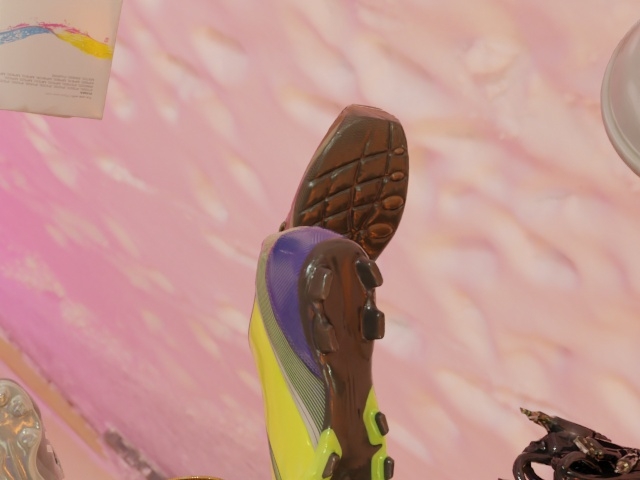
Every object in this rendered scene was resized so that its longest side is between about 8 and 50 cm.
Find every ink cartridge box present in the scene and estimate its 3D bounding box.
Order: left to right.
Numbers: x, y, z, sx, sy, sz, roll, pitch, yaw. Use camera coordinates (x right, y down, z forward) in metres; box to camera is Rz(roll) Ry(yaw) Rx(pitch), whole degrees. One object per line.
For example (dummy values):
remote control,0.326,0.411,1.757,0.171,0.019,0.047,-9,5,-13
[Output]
ink cartridge box,-0.261,-0.222,0.852,0.128,0.127,0.176,-117,38,-48

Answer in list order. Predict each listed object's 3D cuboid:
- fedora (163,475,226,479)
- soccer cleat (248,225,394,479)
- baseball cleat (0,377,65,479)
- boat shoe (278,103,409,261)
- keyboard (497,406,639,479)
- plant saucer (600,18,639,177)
fedora,-0.101,0.277,0.675,0.079,0.194,0.194,22,147,59
soccer cleat,-0.009,0.129,0.723,0.121,0.094,0.289,17,109,53
baseball cleat,-0.322,0.221,0.966,0.109,0.072,0.205,-132,32,-61
boat shoe,0.000,0.000,1.018,0.120,0.123,0.323,-124,48,-59
keyboard,0.192,0.139,0.346,0.317,0.033,0.201,19,-167,-25
plant saucer,0.518,-0.208,1.022,0.401,0.400,0.100,25,159,38
